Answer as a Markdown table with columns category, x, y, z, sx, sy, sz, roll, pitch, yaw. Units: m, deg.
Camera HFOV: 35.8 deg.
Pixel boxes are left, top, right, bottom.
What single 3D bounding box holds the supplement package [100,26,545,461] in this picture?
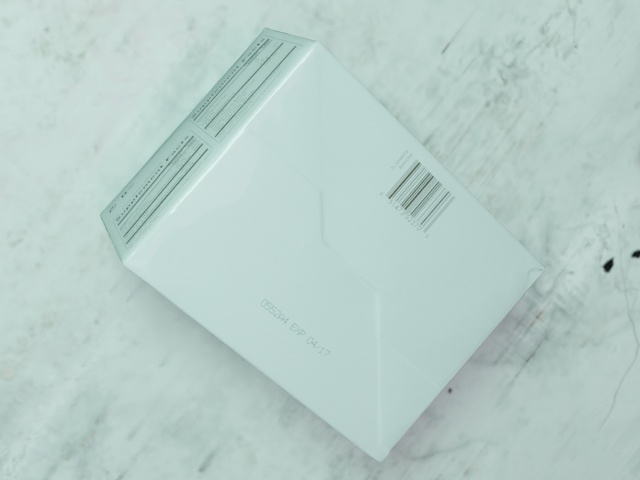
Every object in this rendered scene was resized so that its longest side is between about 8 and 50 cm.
| category | x | y | z | sx | sy | sz | roll | pitch | yaw |
| --- | --- | --- | --- | --- | --- | --- | --- | --- | --- |
| supplement package | 0.000 | 0.000 | 0.773 | 0.262 | 0.145 | 0.204 | 41 | 89 | -25 |
